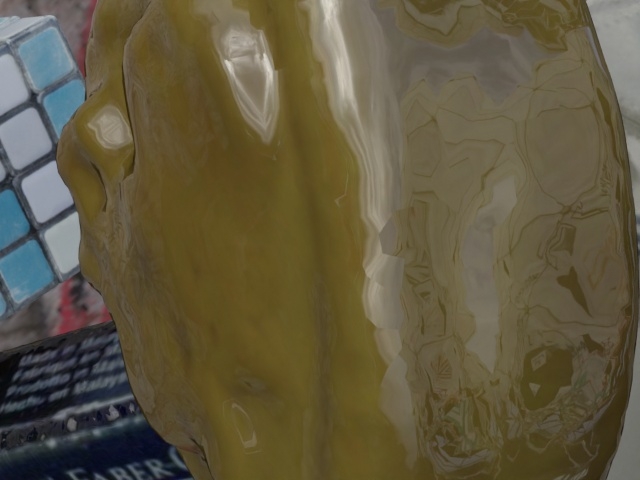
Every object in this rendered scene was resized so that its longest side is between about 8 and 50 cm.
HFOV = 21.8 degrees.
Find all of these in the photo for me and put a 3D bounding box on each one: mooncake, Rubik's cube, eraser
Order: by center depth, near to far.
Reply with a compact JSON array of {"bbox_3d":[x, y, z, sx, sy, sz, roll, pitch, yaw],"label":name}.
[{"bbox_3d":[0.000,0.000,0.520,0.117,0.235,0.235,-10,76,-26],"label":"mooncake"},{"bbox_3d":[-0.111,0.123,0.955,0.155,0.332,0.101,54,33,-31],"label":"eraser"},{"bbox_3d":[-0.383,-0.068,1.739,0.259,0.253,0.256,-39,117,-32],"label":"Rubik's cube"}]

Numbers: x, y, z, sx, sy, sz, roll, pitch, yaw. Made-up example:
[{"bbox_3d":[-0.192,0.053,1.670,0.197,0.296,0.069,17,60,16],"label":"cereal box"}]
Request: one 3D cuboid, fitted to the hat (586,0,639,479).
[{"bbox_3d":[0.139,0.010,0.708,0.214,0.149,0.244,22,55,-11],"label":"hat"}]
